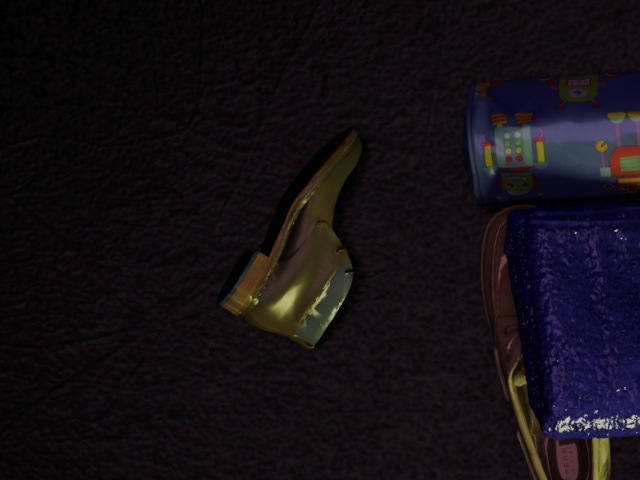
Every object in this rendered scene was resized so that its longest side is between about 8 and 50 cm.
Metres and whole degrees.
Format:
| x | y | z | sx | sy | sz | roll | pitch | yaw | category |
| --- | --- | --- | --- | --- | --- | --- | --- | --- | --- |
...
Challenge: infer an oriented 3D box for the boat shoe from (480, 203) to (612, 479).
| x | y | z | sx | sy | sz | roll | pitch | yaw | category |
| --- | --- | --- | --- | --- | --- | --- | --- | --- | --- |
| 0.217 | 0.110 | 1.631 | 0.109 | 0.098 | 0.302 | -10 | 84 | 8 | boat shoe |

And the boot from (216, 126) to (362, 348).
| x | y | z | sx | sy | sz | roll | pitch | yaw | category |
| --- | --- | --- | --- | --- | --- | --- | --- | --- | --- |
| 0.000 | 0.000 | 1.701 | 0.106 | 0.082 | 0.219 | 36 | 88 | -12 | boot |

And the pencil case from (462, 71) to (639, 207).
| x | y | z | sx | sy | sz | roll | pitch | yaw | category |
| --- | --- | --- | --- | --- | --- | --- | --- | --- | --- |
| 0.287 | -0.108 | 1.626 | 0.306 | 0.119 | 0.133 | -6 | 42 | 9 | pencil case |

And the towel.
| x | y | z | sx | sy | sz | roll | pitch | yaw | category |
| --- | --- | --- | --- | --- | --- | --- | --- | --- | --- |
| 0.333 | 0.059 | 1.571 | 0.308 | 0.076 | 0.227 | -5 | 71 | -7 | towel |
